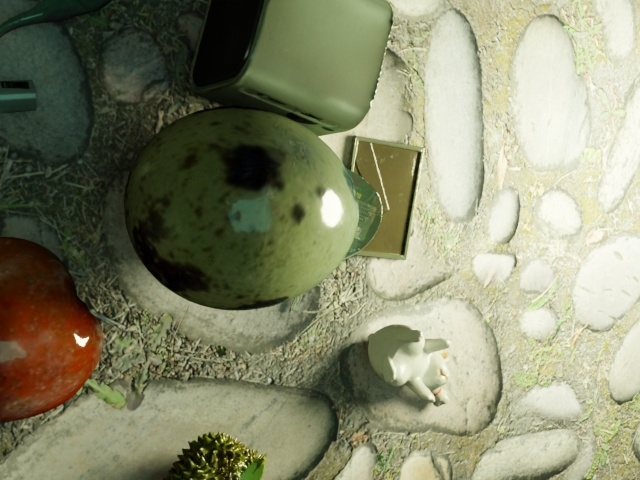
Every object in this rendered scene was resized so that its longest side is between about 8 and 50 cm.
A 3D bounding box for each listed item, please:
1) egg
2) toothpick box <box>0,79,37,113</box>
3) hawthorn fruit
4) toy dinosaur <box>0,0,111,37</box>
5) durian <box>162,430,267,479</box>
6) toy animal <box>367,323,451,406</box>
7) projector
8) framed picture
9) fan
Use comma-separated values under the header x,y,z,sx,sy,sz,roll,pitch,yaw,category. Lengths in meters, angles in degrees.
x,y,z,sx,sy,sz,roll,pitch,yaw,category
-0.121,-0.054,1.362,0.427,0.345,0.345,1,99,-35,egg
-0.504,-0.231,1.279,0.083,0.052,0.052,-10,104,-29,toothpick box
-0.480,0.139,1.239,0.284,0.284,0.284,-6,102,-29,hawthorn fruit
-0.321,-0.439,1.324,0.330,0.129,0.384,17,104,-44,toy dinosaur
-0.212,0.474,1.497,0.176,0.200,0.237,39,65,-4,durian
0.229,0.278,1.746,0.282,0.138,0.141,32,79,-32,toy animal
-0.054,-0.338,1.393,0.249,0.248,0.248,17,84,-31,projector
0.127,-0.086,1.690,0.184,0.016,0.250,5,97,-30,framed picture
-0.011,-0.030,1.613,0.294,0.012,0.223,-42,112,-11,fan
